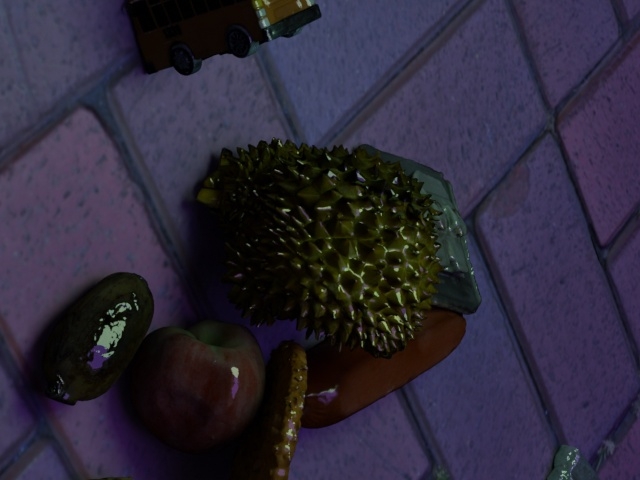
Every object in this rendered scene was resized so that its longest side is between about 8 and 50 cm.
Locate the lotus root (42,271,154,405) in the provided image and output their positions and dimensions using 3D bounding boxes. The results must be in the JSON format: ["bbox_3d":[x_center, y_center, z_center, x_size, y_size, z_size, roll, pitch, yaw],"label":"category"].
[{"bbox_3d":[-0.230,0.100,1.744,0.179,0.080,0.089,-56,130,-34],"label":"lotus root"}]

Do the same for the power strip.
[{"bbox_3d":[0.141,-0.021,2.127,0.198,0.064,0.213,14,54,-51],"label":"power strip"}]

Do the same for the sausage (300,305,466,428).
[{"bbox_3d":[0.064,0.149,2.073,0.348,0.097,0.094,-23,125,-50],"label":"sausage"}]

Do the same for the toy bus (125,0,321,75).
[{"bbox_3d":[-0.112,-0.250,1.791,0.098,0.201,0.114,-32,107,-43],"label":"toy bus"}]

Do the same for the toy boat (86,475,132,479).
[{"bbox_3d":[-0.249,0.322,1.729,0.077,0.057,0.200,52,41,-25],"label":"toy boat"}]

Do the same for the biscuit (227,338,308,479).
[{"bbox_3d":[-0.065,0.229,1.844,0.035,0.254,0.254,16,76,-10],"label":"biscuit"}]

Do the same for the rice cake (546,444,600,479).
[{"bbox_3d":[0.406,0.403,2.516,0.226,0.040,0.085,53,54,-36],"label":"rice cake"}]

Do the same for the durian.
[{"bbox_3d":[0.008,0.000,1.881,0.258,0.293,0.258,-27,131,-36],"label":"durian"}]

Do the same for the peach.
[{"bbox_3d":[-0.138,0.162,1.827,0.152,0.152,0.152,-1,92,-49],"label":"peach"}]
